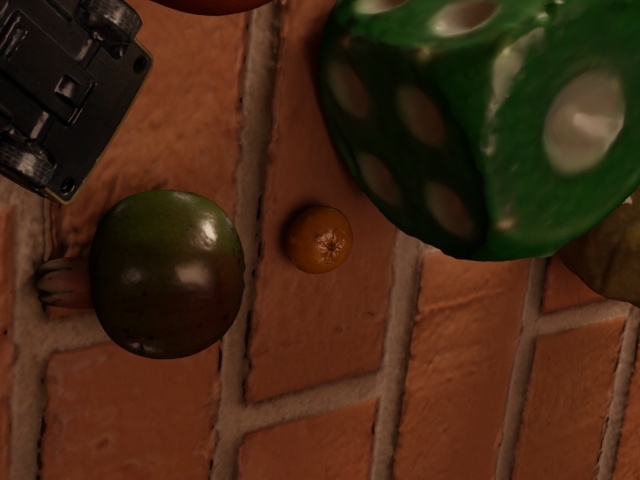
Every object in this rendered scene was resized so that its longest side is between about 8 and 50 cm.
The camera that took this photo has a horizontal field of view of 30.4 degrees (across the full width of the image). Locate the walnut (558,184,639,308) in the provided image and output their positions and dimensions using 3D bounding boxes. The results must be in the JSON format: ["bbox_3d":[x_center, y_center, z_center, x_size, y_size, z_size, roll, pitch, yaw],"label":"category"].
[{"bbox_3d":[0.465,-0.038,1.640,0.253,0.282,0.277,-2,106,-82],"label":"walnut"}]

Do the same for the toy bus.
[{"bbox_3d":[-0.303,-0.181,0.912,0.177,0.202,0.365,-61,148,-11],"label":"toy bus"}]

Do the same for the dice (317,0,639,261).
[{"bbox_3d":[0.190,-0.170,1.317,0.287,0.300,0.297,-36,129,-21],"label":"dice"}]

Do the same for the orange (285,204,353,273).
[{"bbox_3d":[0.000,0.000,1.375,0.083,0.070,0.083,-14,115,-32],"label":"orange"}]

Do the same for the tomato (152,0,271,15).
[{"bbox_3d":[-0.106,-0.369,0.999,0.341,0.272,0.341,16,90,-76],"label":"tomato"}]

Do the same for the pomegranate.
[{"bbox_3d":[-0.180,0.033,1.179,0.209,0.180,0.180,-1,112,-6],"label":"pomegranate"}]
